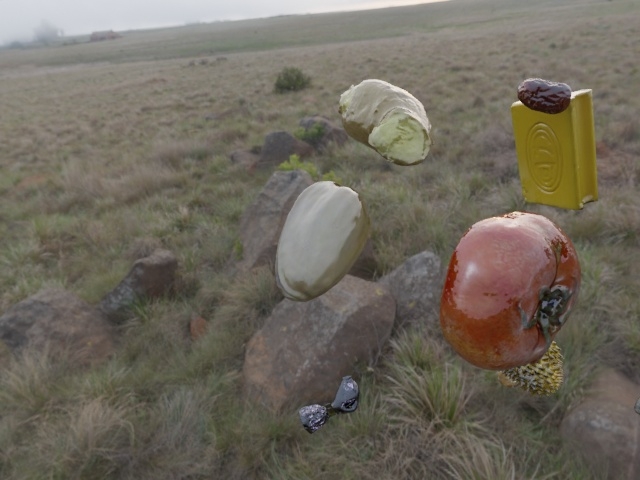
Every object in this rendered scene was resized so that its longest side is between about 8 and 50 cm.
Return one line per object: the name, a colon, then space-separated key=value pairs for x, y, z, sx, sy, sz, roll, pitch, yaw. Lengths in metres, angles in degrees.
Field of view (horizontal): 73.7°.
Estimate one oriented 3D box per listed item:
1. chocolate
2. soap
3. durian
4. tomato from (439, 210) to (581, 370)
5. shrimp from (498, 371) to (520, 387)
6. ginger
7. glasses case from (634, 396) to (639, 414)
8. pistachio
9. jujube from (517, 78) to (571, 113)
chocolate: x=0.025 y=0.370 z=0.952 sx=0.147 sy=0.072 sz=0.070 roll=-38 pitch=-12 yaw=11
soap: x=0.667 y=-0.253 z=1.225 sx=0.096 sy=0.324 sz=0.204 roll=-26 pitch=22 yaw=-20
durian: x=0.646 y=0.379 z=1.347 sx=0.250 sy=0.183 sz=0.138 roll=35 pitch=46 yaw=23
tomato: x=0.278 y=0.074 z=0.591 sx=0.237 sy=0.236 sz=0.095 roll=-21 pitch=22 yaw=-26
shrimp: x=0.821 y=0.511 z=1.730 sx=0.133 sy=0.236 sz=0.053 roll=31 pitch=21 yaw=3
ginger: x=0.141 y=-0.251 z=0.901 sx=0.152 sy=0.138 sz=0.267 roll=4 pitch=33 yaw=-38
glasses case: x=0.772 y=0.363 z=0.903 sx=0.114 sy=0.299 sz=0.060 roll=-39 pitch=70 yaw=7
pistachio: x=0.000 y=0.000 z=0.670 sx=0.131 sy=0.129 sz=0.206 roll=27 pitch=72 yaw=7
jujube: x=0.543 y=-0.352 z=1.039 sx=0.129 sy=0.077 sz=0.077 roll=12 pitch=26 yaw=-8
